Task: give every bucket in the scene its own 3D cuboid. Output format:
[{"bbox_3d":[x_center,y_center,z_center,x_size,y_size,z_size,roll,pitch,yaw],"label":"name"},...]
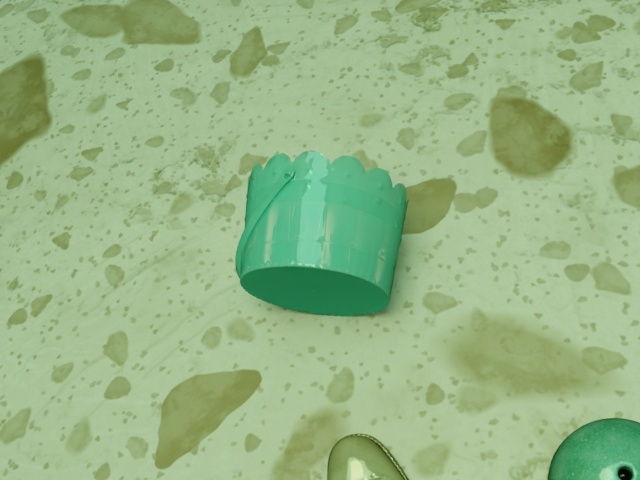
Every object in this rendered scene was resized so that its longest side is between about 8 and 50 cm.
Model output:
[{"bbox_3d":[0.000,0.000,1.264,0.281,0.281,0.183,1,67,18],"label":"bucket"}]

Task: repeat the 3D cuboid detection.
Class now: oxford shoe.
[{"bbox_3d":[0.086,0.425,1.033,0.140,0.146,0.397,-21,54,4],"label":"oxford shoe"}]

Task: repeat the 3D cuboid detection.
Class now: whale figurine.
[{"bbox_3d":[0.408,0.349,0.986,0.216,0.141,0.272,-31,59,-4],"label":"whale figurine"}]
